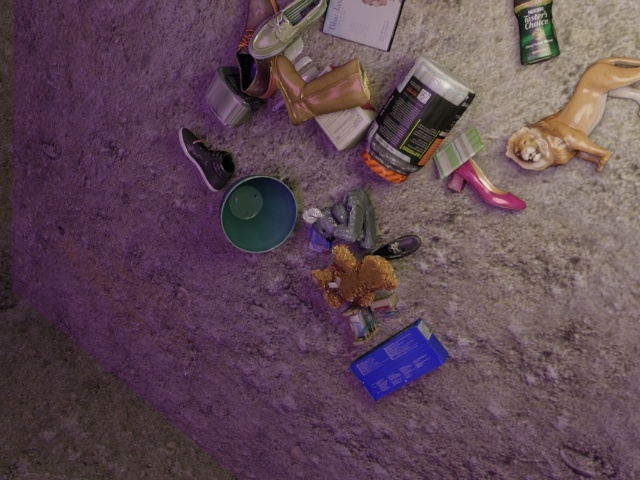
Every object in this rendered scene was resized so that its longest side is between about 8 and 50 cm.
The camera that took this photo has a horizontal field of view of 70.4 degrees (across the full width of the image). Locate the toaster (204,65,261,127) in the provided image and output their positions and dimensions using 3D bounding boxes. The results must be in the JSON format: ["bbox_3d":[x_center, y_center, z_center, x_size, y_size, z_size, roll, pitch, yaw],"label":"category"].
[{"bbox_3d":[-0.329,-0.528,1.704,0.146,0.129,0.227,-40,86,36],"label":"toaster"}]

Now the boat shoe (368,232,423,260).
[{"bbox_3d":[0.256,0.034,1.573,0.205,0.065,0.075,-21,94,33],"label":"boat shoe"}]

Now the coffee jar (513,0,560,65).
[{"bbox_3d":[0.570,-0.568,1.200,0.096,0.079,0.185,-8,101,31],"label":"coffee jar"}]

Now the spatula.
[{"bbox_3d":[-0.120,-0.583,1.629,0.241,0.019,0.168,-29,90,33],"label":"spatula"}]

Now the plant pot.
[{"bbox_3d":[-0.259,-0.121,1.726,0.195,0.289,0.291,-144,53,-58],"label":"plant pot"}]

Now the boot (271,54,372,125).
[{"bbox_3d":[0.003,-0.499,1.399,0.269,0.089,0.236,-13,108,30],"label":"boot"}]

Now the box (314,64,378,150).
[{"bbox_3d":[0.069,-0.435,1.500,0.148,0.126,0.232,-38,85,31],"label":"box"}]

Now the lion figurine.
[{"bbox_3d":[0.691,-0.337,1.187,0.240,0.142,0.392,39,106,23],"label":"lion figurine"}]

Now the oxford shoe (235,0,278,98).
[{"bbox_3d":[-0.222,-0.689,1.581,0.129,0.132,0.365,8,105,31],"label":"oxford shoe"}]

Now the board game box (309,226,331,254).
[{"bbox_3d":[0.000,0.000,1.737,0.089,0.020,0.090,13,111,28],"label":"board game box"}]

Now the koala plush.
[{"bbox_3d":[0.064,-0.070,1.588,0.221,0.196,0.204,-6,74,34],"label":"koala plush"}]

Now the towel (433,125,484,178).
[{"bbox_3d":[0.419,-0.264,1.376,0.023,0.113,0.152,30,128,-31],"label":"towel"}]

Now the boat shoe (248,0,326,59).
[{"bbox_3d":[-0.116,-0.710,1.478,0.302,0.094,0.109,-36,94,9],"label":"boat shoe"}]

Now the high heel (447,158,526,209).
[{"bbox_3d":[0.511,-0.178,1.362,0.243,0.082,0.117,28,114,28],"label":"high heel"}]

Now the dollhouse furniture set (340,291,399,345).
[{"bbox_3d":[0.194,0.285,1.648,0.183,0.129,0.130,-19,95,33],"label":"dollhouse furniture set"}]

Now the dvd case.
[{"bbox_3d":[0.133,-0.725,1.437,0.252,0.022,0.181,26,116,21],"label":"dvd case"}]

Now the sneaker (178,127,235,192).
[{"bbox_3d":[-0.451,-0.356,1.845,0.146,0.104,0.296,-29,95,31],"label":"sneaker"}]

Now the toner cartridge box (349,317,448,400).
[{"bbox_3d":[0.283,0.445,1.678,0.347,0.075,0.165,-41,82,32],"label":"toner cartridge box"}]

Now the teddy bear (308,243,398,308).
[{"bbox_3d":[0.110,0.128,1.561,0.245,0.113,0.338,48,132,5],"label":"teddy bear"}]

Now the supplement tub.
[{"bbox_3d":[0.279,-0.352,1.358,0.207,0.207,0.338,42,120,13],"label":"supplement tub"}]
